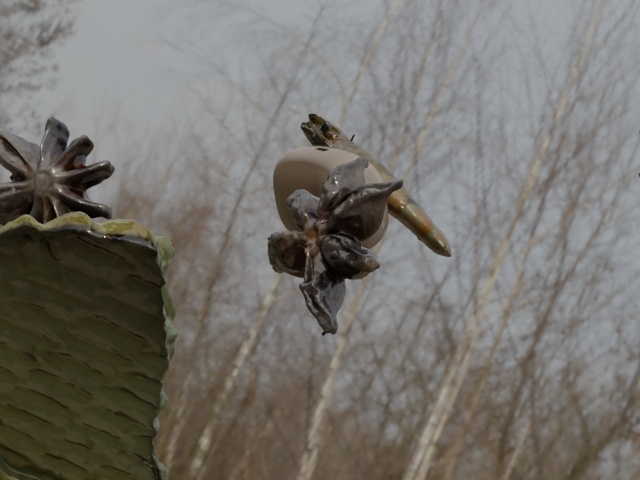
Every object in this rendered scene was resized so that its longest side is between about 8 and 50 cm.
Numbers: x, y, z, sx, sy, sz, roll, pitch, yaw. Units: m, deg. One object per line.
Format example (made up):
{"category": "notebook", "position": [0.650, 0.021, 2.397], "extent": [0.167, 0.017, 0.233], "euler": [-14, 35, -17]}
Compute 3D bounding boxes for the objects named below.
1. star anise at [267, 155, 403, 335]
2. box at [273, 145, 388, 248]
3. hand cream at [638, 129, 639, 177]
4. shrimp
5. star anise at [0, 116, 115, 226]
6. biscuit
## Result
{"category": "star anise", "position": [0.010, -0.013, 1.200], "extent": [0.063, 0.172, 0.208], "euler": [28, 9, -27]}
{"category": "box", "position": [0.012, -0.057, 1.580], "extent": [0.200, 0.088, 0.146], "euler": [17, -56, 52]}
{"category": "hand cream", "position": [0.307, 0.024, 0.982], "extent": [0.050, 0.257, 0.084], "euler": [-5, 0, 39]}
{"category": "shrimp", "position": [0.088, -0.074, 1.665], "extent": [0.296, 0.058, 0.169], "euler": [46, 1, 27]}
{"category": "star anise", "position": [-0.362, -0.058, 1.514], "extent": [0.257, 0.198, 0.110], "euler": [23, -2, 23]}
{"category": "biscuit", "position": [-0.184, 0.083, 0.768], "extent": [0.187, 0.036, 0.273], "euler": [11, -51, 2]}
